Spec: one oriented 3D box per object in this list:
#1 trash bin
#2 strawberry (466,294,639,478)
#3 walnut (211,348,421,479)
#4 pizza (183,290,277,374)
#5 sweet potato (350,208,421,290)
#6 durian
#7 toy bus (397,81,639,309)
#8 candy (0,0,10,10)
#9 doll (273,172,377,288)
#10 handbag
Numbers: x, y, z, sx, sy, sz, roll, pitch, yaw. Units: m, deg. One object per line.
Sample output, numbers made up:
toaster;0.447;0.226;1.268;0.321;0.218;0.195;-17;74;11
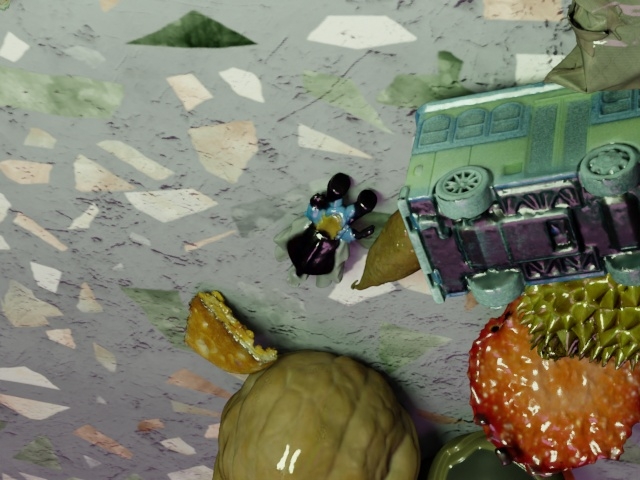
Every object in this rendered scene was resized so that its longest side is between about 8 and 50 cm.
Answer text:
trash bin;0.200;0.380;2.258;0.214;0.214;0.334;32;146;-25
strawberry;0.275;0.177;1.975;0.234;0.234;0.178;14;172;-1
walnut;-0.009;0.290;2.158;0.285;0.285;0.296;-1;136;19
pizza;-0.128;0.117;2.122;0.178;0.041;0.131;-8;116;56
sweet potato;0.123;-0.023;1.846;0.075;0.075;0.269;24;133;-15
durian;0.320;0.049;1.764;0.172;0.166;0.306;38;127;-12
toy bus;0.247;-0.057;1.622;0.312;0.190;0.152;-9;127;20
candy;-0.410;-0.254;1.722;0.182;0.046;0.053;-2;139;13
doll;0.000;0.000;1.917;0.096;0.070;0.195;33;136;-1
handbag;0.283;-0.228;1.463;0.182;0.117;0.270;-8;141;7
